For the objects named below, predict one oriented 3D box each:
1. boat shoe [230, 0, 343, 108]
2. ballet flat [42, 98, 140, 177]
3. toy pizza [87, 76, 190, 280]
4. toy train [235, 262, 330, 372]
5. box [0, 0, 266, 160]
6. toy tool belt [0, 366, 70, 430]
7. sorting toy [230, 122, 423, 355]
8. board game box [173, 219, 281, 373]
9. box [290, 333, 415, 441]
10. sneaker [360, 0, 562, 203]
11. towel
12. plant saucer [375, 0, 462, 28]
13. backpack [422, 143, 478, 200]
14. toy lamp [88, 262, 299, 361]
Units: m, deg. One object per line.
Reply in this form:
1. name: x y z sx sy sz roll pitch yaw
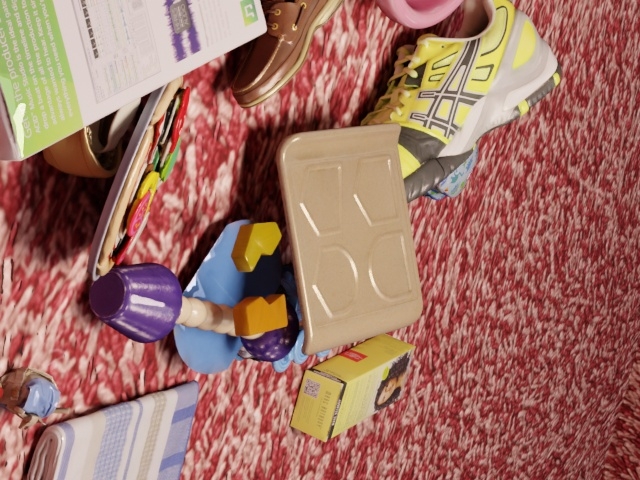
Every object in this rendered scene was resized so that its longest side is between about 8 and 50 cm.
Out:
1. boat shoe: -0.041 -0.206 1.559 0.060 0.064 0.178 48 61 -32
2. ballet flat: -0.167 -0.159 1.290 0.080 0.073 0.232 -22 130 -58
3. toy pizza: -0.150 -0.056 1.375 0.201 0.032 0.201 -159 -90 -87
4. toy train: -0.038 0.083 1.807 0.184 0.080 0.105 -12 112 -61
5. box: -0.166 -0.218 1.166 0.322 0.058 0.232 -37 121 -53
6. toy tool belt: -0.256 0.138 1.395 0.052 0.051 0.083 -68 157 1
7. sorting toy: 0.000 0.000 1.668 0.307 0.041 0.229 -11 97 -52
8. board game box: -0.108 0.054 1.673 0.169 0.033 0.133 -59 144 -17
9. box: 0.047 0.190 2.114 0.232 0.058 0.087 -20 128 -60
10. sneaker: 0.115 -0.153 1.892 0.384 0.145 0.147 -41 106 -29
11. towel: -0.218 0.256 1.615 0.285 0.034 0.209 -13 120 -65
12. plant saucer: 0.120 -0.394 1.703 0.332 0.084 0.332 -48 150 -40
13. backpack: 0.149 -0.102 2.039 0.105 0.084 0.114 -64 160 -3
14. toy lamp: -0.121 0.070 1.563 0.274 0.080 0.080 14 98 -57
